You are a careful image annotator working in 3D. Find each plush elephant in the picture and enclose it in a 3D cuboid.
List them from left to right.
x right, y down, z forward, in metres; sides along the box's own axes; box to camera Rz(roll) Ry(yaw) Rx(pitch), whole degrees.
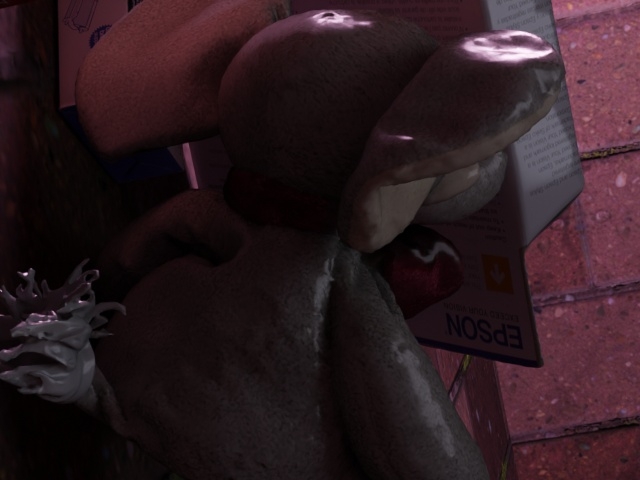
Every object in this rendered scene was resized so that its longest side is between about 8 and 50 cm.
[{"bbox_3d":[0.000,0.000,0.816,0.255,0.272,0.330,-57,142,-3],"label":"plush elephant"}]

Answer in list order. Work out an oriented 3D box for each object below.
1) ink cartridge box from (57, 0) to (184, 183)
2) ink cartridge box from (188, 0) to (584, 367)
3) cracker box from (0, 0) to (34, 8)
[{"bbox_3d":[-0.120,-0.148,0.972,0.097,0.046,0.207,60,22,-63],"label":"ink cartridge box"},{"bbox_3d":[0.018,-0.105,1.023,0.071,0.324,0.330,-24,110,-34],"label":"ink cartridge box"},{"bbox_3d":[-0.127,-0.165,0.653,0.232,0.156,0.067,34,46,-74],"label":"cracker box"}]
